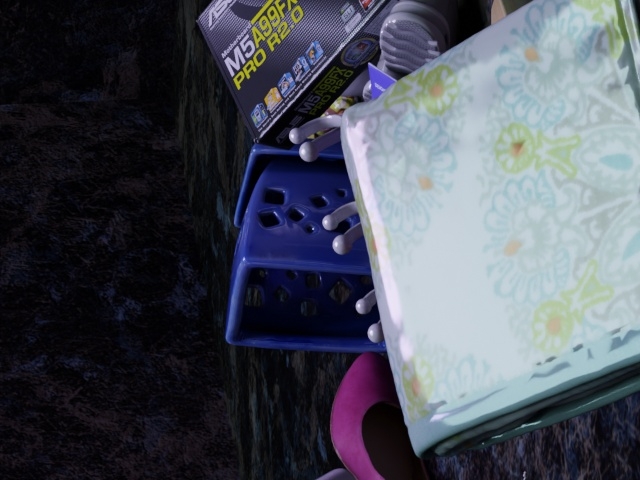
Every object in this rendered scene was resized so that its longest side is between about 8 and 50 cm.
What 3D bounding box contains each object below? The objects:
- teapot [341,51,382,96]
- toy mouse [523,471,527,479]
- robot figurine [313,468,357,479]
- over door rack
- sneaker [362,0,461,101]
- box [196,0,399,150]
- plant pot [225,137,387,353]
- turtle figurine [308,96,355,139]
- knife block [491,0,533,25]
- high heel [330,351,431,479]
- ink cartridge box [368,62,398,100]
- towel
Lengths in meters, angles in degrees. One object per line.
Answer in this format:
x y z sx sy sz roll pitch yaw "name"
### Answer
-0.010 -0.301 2.556 0.256 0.187 0.252 152 113 -76 "teapot"
0.173 0.319 2.037 0.143 0.031 0.161 -21 -49 -63 "toy mouse"
0.070 0.432 2.191 0.353 0.300 0.200 56 -156 8 "robot figurine"
0.079 -0.009 2.081 0.324 0.108 0.239 14 128 64 "over door rack"
0.124 -0.213 2.238 0.115 0.105 0.281 -61 -5 -22 "sneaker"
-0.019 -0.276 2.361 0.270 0.060 0.216 -45 54 30 "box"
0.000 0.000 2.510 0.236 0.236 0.212 107 164 -59 "plant pot"
0.007 -0.120 2.768 0.269 0.087 0.217 114 151 -65 "turtle figurine"
0.227 -0.085 1.708 0.242 0.088 0.275 -158 66 -77 "knife block"
0.114 0.277 2.419 0.181 0.127 0.377 -42 44 42 "high heel"
0.105 -0.069 2.167 0.206 0.045 0.208 38 146 51 "ink cartridge box"
0.180 -0.021 1.577 0.374 0.090 0.320 -28 65 42 "towel"
